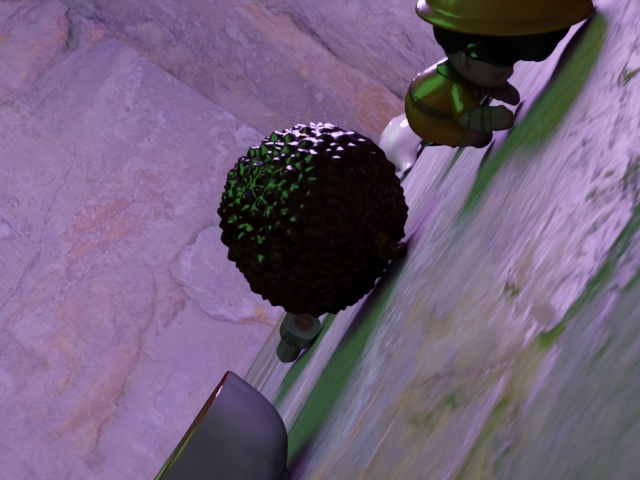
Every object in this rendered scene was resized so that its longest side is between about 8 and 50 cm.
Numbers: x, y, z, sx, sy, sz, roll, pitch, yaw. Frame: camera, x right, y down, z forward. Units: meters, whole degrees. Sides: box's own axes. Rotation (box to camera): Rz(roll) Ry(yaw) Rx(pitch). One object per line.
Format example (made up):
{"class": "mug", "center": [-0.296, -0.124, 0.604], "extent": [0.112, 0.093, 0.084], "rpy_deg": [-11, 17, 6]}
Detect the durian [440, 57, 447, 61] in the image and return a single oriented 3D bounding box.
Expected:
{"class": "durian", "center": [0.283, -0.325, 1.755], "extent": [0.140, 0.078, 0.224], "rpy_deg": [-45, 10, -12]}

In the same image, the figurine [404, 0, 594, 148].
{"class": "figurine", "center": [0.178, -0.221, 1.218], "extent": [0.256, 0.167, 0.192], "rpy_deg": [-58, 14, 33]}

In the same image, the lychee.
{"class": "lychee", "center": [-0.001, -0.026, 1.477], "extent": [0.264, 0.300, 0.264], "rpy_deg": [-27, -51, -38]}

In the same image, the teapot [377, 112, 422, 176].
{"class": "teapot", "center": [0.180, -0.217, 2.344], "extent": [0.145, 0.092, 0.226], "rpy_deg": [-54, 0, 41]}

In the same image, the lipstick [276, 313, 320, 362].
{"class": "lipstick", "center": [-0.050, 0.183, 1.958], "extent": [0.057, 0.063, 0.186], "rpy_deg": [-56, -5, -29]}

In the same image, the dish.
{"class": "dish", "center": [-0.114, 0.266, 1.140], "extent": [0.256, 0.117, 0.256], "rpy_deg": [-57, 1, 2]}

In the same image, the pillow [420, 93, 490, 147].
{"class": "pillow", "center": [0.204, -0.188, 1.613], "extent": [0.135, 0.055, 0.091], "rpy_deg": [-60, 5, -31]}
